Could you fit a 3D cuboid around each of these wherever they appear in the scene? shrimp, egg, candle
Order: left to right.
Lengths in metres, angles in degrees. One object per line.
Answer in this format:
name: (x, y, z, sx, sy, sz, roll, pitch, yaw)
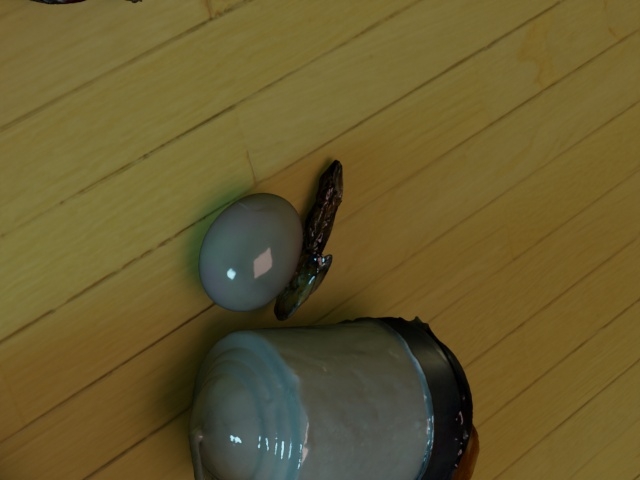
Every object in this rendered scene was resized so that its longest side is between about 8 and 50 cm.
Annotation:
egg: (-0.074, 0.012, 1.508, 0.103, 0.103, 0.135, 36, 79, -42)
candle: (-0.012, 0.194, 1.550, 0.343, 0.221, 0.221, 1, 104, -40)
shrimp: (-0.003, -0.001, 1.551, 0.035, 0.148, 0.195, 22, 84, -7)

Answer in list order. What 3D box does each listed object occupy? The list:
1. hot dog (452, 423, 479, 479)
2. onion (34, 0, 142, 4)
hot dog: (0.102, 0.366, 1.776, 0.337, 0.100, 0.135, -65, 163, -13)
onion: (-0.203, -0.277, 1.276, 0.198, 0.135, 0.173, 37, 83, -44)
